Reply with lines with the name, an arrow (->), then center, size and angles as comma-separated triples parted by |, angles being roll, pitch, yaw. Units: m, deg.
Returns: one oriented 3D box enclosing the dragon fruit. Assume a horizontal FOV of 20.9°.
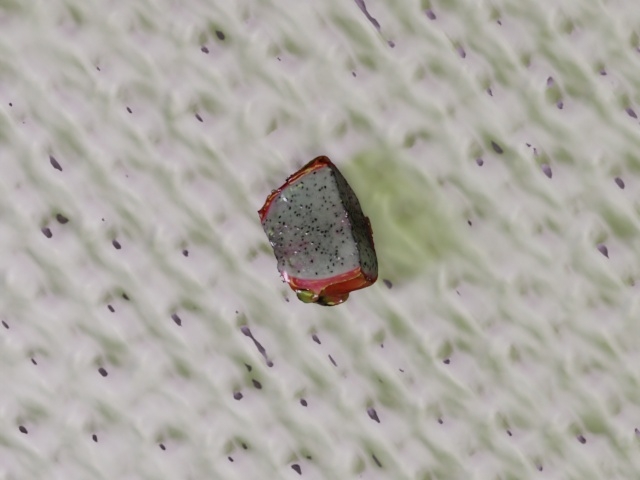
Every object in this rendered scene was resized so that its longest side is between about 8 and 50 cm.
dragon fruit -> 0.000, 0.000, 1.024 | 0.056, 0.060, 0.083 | -25, 72, 11
